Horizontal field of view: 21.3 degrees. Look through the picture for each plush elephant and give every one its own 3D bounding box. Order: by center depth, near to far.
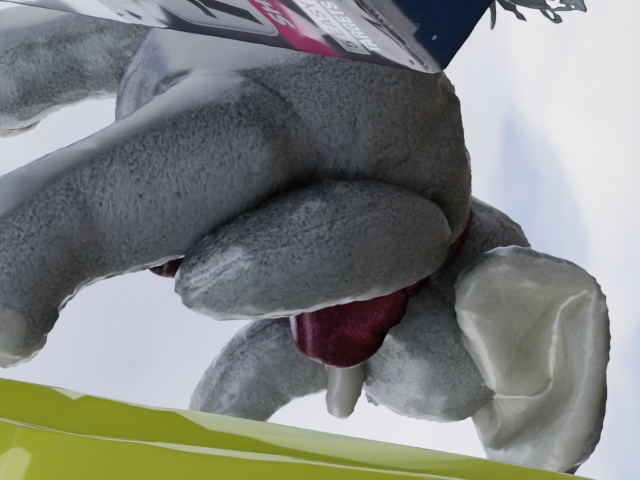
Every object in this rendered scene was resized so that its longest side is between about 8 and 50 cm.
[{"bbox_3d":[0.000,0.000,0.818,0.272,0.330,0.255,-120,9,-59],"label":"plush elephant"}]

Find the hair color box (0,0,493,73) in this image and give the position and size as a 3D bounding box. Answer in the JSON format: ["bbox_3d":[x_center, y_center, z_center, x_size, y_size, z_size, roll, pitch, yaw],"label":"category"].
[{"bbox_3d":[-0.090,-0.162,0.576,0.174,0.347,0.105,43,-105,-35],"label":"hair color box"}]

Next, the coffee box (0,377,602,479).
[{"bbox_3d":[-0.091,0.266,0.449,0.337,0.338,0.334,-74,-9,-51],"label":"coffee box"}]
